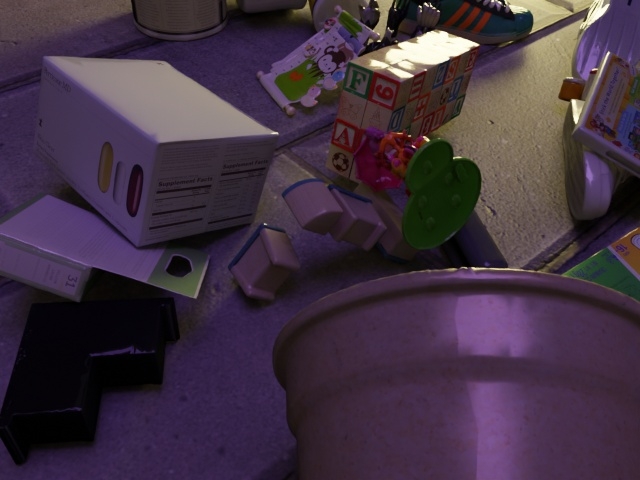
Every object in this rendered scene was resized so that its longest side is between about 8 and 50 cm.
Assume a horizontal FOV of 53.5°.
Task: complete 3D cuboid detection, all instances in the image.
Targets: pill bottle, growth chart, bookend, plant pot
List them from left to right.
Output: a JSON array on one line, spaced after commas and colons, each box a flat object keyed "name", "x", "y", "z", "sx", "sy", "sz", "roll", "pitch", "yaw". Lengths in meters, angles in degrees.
[{"name": "bookend", "x": -0.237, "y": 0.144, "z": 0.680, "sx": 0.157, "sy": 0.072, "sz": 0.156, "roll": -3, "pitch": 44, "yaw": -7}, {"name": "growth chart", "x": -0.004, "y": -0.332, "z": 1.171, "sx": 0.237, "sy": 0.021, "sz": 0.172, "roll": -41, "pitch": 51, "yaw": -7}, {"name": "pill bottle", "x": 0.032, "y": -0.519, "z": 1.352, "sx": 0.119, "sy": 0.119, "sz": 0.208, "roll": -2, "pitch": 44, "yaw": -7}, {"name": "plant pot", "x": 0.115, "y": 0.236, "z": 0.471, "sx": 0.334, "sy": 0.333, "sz": 0.305, "roll": 4, "pitch": 55, "yaw": 0}]

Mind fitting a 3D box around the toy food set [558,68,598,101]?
[{"name": "toy food set", "x": 0.555, "y": -0.276, "z": 1.122, "sx": 0.232, "sy": 0.104, "sz": 0.111, "roll": 16, "pitch": 10, "yaw": 8}]

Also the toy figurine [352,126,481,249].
[{"name": "toy figurine", "x": 0.101, "y": -0.095, "z": 0.819, "sx": 0.130, "sy": 0.173, "sz": 0.159, "roll": -42, "pitch": 50, "yaw": -7}]

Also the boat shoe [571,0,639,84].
[{"name": "boat shoe", "x": 0.582, "y": -0.404, "z": 1.285, "sx": 0.121, "sy": 0.119, "sz": 0.335, "roll": 28, "pitch": 67, "yaw": 6}]

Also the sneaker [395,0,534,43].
[{"name": "sneaker", "x": 0.313, "y": -0.500, "z": 1.353, "sx": 0.302, "sy": 0.121, "sz": 0.108, "roll": 3, "pitch": 44, "yaw": -1}]

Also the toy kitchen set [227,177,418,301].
[{"name": "toy kitchen set", "x": 0.000, "y": 0.000, "z": 0.858, "sx": 0.207, "sy": 0.166, "sz": 0.122, "roll": 18, "pitch": 30, "yaw": -43}]

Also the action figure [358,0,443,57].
[{"name": "action figure", "x": 0.143, "y": -0.405, "z": 1.232, "sx": 0.164, "sy": 0.140, "sz": 0.275, "roll": 19, "pitch": 43, "yaw": 12}]

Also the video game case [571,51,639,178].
[{"name": "video game case", "x": 0.501, "y": -0.174, "z": 0.968, "sx": 0.206, "sy": 0.026, "sz": 0.227, "roll": 32, "pitch": 54, "yaw": 3}]

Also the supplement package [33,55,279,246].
[{"name": "supplement package", "x": -0.230, "y": -0.134, "z": 0.874, "sx": 0.262, "sy": 0.145, "sz": 0.204, "roll": 35, "pitch": 31, "yaw": 29}]

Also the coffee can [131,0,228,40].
[{"name": "coffee can", "x": -0.291, "y": -0.572, "z": 1.269, "sx": 0.202, "sy": 0.275, "sz": 0.201, "roll": 2, "pitch": 44, "yaw": -2}]

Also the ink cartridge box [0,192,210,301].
[{"name": "ink cartridge box", "x": -0.261, "y": 0.022, "z": 0.770, "sx": 0.235, "sy": 0.056, "sz": 0.171, "roll": 22, "pitch": 14, "yaw": -10}]

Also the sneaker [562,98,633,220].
[{"name": "sneaker", "x": 0.477, "y": -0.129, "z": 0.994, "sx": 0.169, "sy": 0.108, "sz": 0.292, "roll": 10, "pitch": 43, "yaw": 11}]

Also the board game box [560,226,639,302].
[{"name": "board game box", "x": 0.428, "y": 0.138, "z": 0.745, "sx": 0.242, "sy": 0.064, "sz": 0.316, "roll": -25, "pitch": 51, "yaw": -27}]

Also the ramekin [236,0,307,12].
[{"name": "ramekin", "x": -0.129, "y": -0.620, "z": 1.342, "sx": 0.135, "sy": 0.277, "sz": 0.277, "roll": -16, "pitch": 47, "yaw": -11}]

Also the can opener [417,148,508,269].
[{"name": "can opener", "x": 0.198, "y": -0.043, "z": 0.906, "sx": 0.093, "sy": 0.074, "sz": 0.280, "roll": -5, "pitch": 45, "yaw": -10}]

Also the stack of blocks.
[{"name": "stack of blocks", "x": 0.137, "y": -0.217, "z": 1.010, "sx": 0.087, "sy": 0.171, "sz": 0.297, "roll": 28, "pitch": 38, "yaw": 22}]
